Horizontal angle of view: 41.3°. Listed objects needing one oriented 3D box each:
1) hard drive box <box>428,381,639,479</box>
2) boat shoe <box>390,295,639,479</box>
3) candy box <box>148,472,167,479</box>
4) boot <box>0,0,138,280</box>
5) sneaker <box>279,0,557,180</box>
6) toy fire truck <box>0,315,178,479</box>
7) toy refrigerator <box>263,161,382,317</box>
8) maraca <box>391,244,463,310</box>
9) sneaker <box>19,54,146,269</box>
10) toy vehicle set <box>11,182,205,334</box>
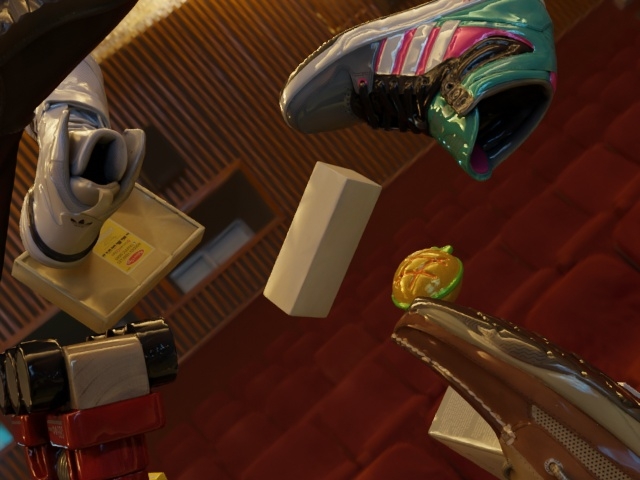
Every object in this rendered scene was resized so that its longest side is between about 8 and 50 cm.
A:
[{"bbox_3d":[0.249,0.206,0.823,0.232,0.181,0.089,-5,55,62],"label":"hard drive box"},{"bbox_3d":[0.179,0.152,0.572,0.120,0.324,0.122,-61,-27,6],"label":"boat shoe"},{"bbox_3d":[-0.215,0.415,1.186,0.105,0.206,0.027,-15,16,35],"label":"candy box"},{"bbox_3d":[-0.330,-0.077,0.860,0.367,0.146,0.445,-51,-13,-48],"label":"boot"},{"bbox_3d":[0.107,-0.133,0.859,0.295,0.179,0.124,-21,-34,13],"label":"sneaker"},{"bbox_3d":[-0.173,0.200,0.738,0.158,0.247,0.217,-9,-6,-30],"label":"toy fire truck"},{"bbox_3d":[0.000,0.000,1.549,0.102,0.094,0.270,8,-71,-47],"label":"toy refrigerator"},{"bbox_3d":[0.174,0.060,1.397,0.127,0.099,0.186,-23,20,12],"label":"maraca"},{"bbox_3d":[-0.338,-0.157,1.223,0.137,0.366,0.210,13,-29,-32],"label":"sneaker"},{"bbox_3d":[-0.319,0.015,1.314,0.267,0.166,0.035,-50,-9,-47],"label":"toy vehicle set"}]
